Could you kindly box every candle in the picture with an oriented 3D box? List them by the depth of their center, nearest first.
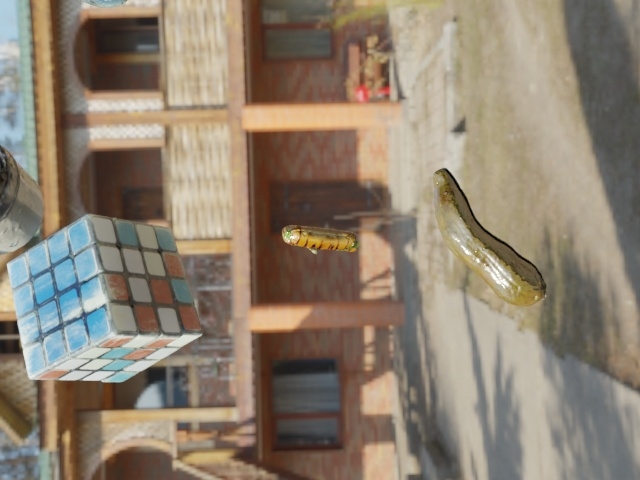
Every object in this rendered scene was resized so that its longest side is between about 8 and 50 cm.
[{"bbox_3d":[-0.603,-0.070,1.815,0.330,0.187,0.188,79,-171,-75],"label":"candle"}]

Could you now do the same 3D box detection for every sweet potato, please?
[{"bbox_3d":[0.221,0.004,1.390,0.062,0.233,0.081,-43,-3,41],"label":"sweet potato"}]

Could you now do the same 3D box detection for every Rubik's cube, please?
[{"bbox_3d":[-0.429,0.121,1.993,0.253,0.259,0.256,13,-126,-56],"label":"Rubik's cube"}]

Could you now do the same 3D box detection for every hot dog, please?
[{"bbox_3d":[0.000,0.000,1.371,0.049,0.122,0.037,12,93,61],"label":"hot dog"}]

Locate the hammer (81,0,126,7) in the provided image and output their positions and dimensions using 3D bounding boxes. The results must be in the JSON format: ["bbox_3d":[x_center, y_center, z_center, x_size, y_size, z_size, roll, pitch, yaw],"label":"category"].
[{"bbox_3d":[-0.343,-0.382,1.325,0.070,0.194,0.116,-57,38,-2],"label":"hammer"}]
